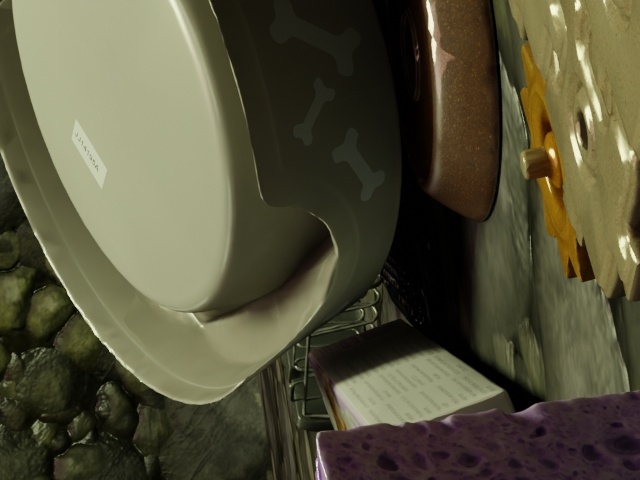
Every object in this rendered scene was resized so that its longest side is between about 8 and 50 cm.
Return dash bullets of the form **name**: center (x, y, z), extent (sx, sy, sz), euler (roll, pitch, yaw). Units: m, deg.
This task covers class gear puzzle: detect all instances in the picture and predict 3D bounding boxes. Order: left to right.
- **gear puzzle**: center (0.090, -0.080, 0.538), extent (0.339, 0.044, 0.175), euler (87, 172, -61)

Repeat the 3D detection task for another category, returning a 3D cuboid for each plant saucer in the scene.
- **plant saucer**: center (0.055, -0.091, 0.914), extent (0.168, 0.029, 0.168), euler (173, 90, -85)

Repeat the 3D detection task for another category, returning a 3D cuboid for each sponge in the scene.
- **sponge**: center (0.070, 0.148, 0.585), extent (0.031, 0.117, 0.210), euler (94, 168, -53)

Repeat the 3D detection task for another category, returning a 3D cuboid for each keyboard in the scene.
- **keyboard**: center (0.039, 0.006, 1.147), extent (0.192, 0.038, 0.100), euler (-136, 40, -80)

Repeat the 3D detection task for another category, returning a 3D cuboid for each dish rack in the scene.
- **dish rack**: center (0.000, 0.000, 1.391), extent (0.271, 0.074, 0.208), euler (93, 167, -53)

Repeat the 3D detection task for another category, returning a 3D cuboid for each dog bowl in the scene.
- **dog bowl**: center (-0.081, -0.088, 1.043), extent (0.349, 0.102, 0.349), euler (41, 141, 44)

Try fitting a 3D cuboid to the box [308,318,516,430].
- **box**: center (0.047, 0.094, 0.981), extent (0.324, 0.067, 0.063), euler (-156, 45, -83)
